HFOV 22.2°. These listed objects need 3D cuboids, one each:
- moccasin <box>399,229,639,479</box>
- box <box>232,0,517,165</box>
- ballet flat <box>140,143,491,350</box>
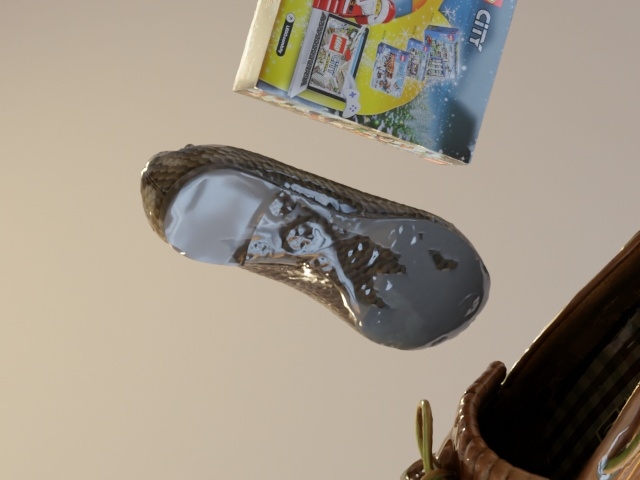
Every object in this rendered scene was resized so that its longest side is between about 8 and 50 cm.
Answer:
[{"bbox_3d":[0.122,0.127,0.937,0.380,0.147,0.139,-45,-143,25],"label":"moccasin"},{"bbox_3d":[0.052,-0.182,1.053,0.159,0.044,0.233,18,-94,-24],"label":"box"},{"bbox_3d":[0.000,0.000,0.896,0.084,0.250,0.058,-59,-138,13],"label":"ballet flat"}]
